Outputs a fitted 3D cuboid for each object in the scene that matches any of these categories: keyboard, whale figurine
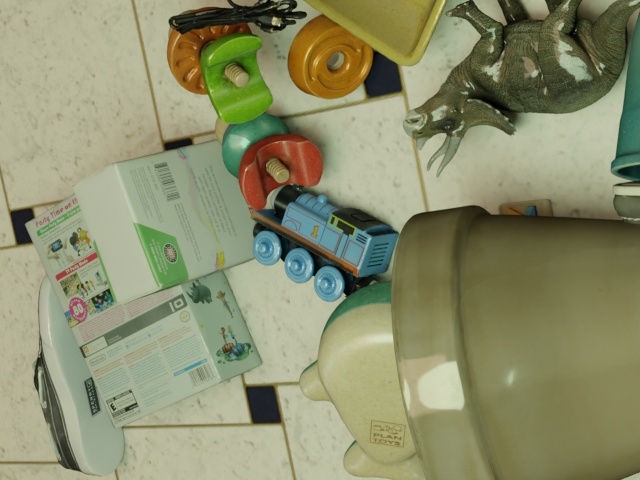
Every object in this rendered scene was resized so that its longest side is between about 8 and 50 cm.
[{"bbox_3d":[-0.079,-0.297,1.407,0.317,0.033,0.201,3,65,38],"label":"keyboard"},{"bbox_3d":[0.086,0.160,1.502,0.216,0.141,0.272,6,131,6],"label":"whale figurine"}]

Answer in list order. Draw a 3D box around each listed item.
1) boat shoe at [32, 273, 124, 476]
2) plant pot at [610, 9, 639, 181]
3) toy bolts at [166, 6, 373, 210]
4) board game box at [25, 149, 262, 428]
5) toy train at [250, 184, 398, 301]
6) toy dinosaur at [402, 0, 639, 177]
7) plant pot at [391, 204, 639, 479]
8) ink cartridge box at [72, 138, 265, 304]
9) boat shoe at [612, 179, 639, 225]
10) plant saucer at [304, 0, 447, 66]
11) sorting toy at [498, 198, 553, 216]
[{"bbox_3d":[-0.355,0.183,1.845,0.102,0.108,0.301,0,108,35],"label":"boat shoe"},{"bbox_3d":[0.388,-0.178,1.114,0.271,0.271,0.255,1,87,37],"label":"plant pot"},{"bbox_3d":[-0.063,-0.176,1.527,0.158,0.218,0.228,47,151,49],"label":"toy bolts"},{"bbox_3d":[-0.233,0.067,1.726,0.224,0.097,0.303,-26,87,37],"label":"board game box"},{"bbox_3d":[0.000,0.000,1.550,0.184,0.080,0.105,29,108,30],"label":"toy train"},{"bbox_3d":[0.227,-0.187,1.329,0.313,0.121,0.160,-14,104,33],"label":"toy dinosaur"},{"bbox_3d":[0.253,0.107,1.269,0.280,0.323,0.323,-11,95,21],"label":"plant pot"},{"bbox_3d":[-0.170,-0.027,1.582,0.093,0.212,0.154,-22,88,41],"label":"ink cartridge box"},{"bbox_3d":[0.413,0.003,1.124,0.335,0.112,0.095,4,94,-4],"label":"boat shoe"},{"bbox_3d":[0.058,-0.406,1.403,0.333,0.081,0.333,37,120,24],"label":"plant saucer"},{"bbox_3d":[0.224,-0.001,1.420,0.062,0.012,0.083,-6,97,37],"label":"sorting toy"}]
